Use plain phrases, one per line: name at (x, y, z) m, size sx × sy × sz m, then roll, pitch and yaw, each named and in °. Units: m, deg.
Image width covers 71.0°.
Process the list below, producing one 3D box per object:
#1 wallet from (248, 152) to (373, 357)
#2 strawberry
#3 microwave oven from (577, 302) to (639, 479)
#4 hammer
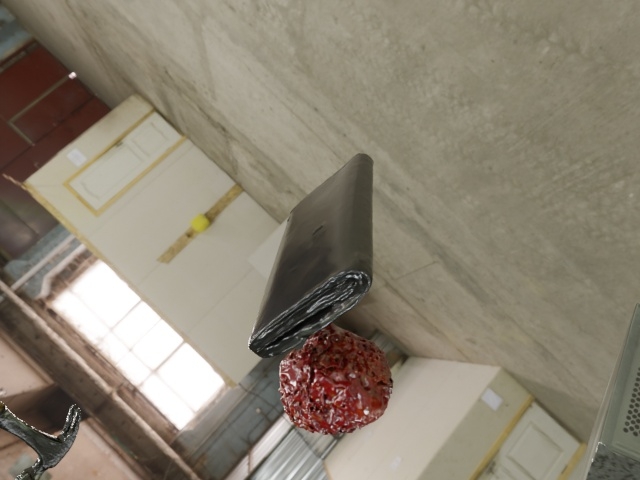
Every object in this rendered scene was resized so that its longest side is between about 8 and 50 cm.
wallet at (0.001, 0.001, 0.771) m, size 0.062 × 0.228 × 0.406 m, roll 41°, pitch -152°, yaw -17°
strawberry at (0.037, 0.235, 0.735) m, size 0.187 × 0.184 × 0.201 m, roll 23°, pitch 170°, yaw -32°
microwave oven at (0.562, 0.310, 0.514) m, size 0.432 × 0.236 × 0.374 m, roll 16°, pitch 138°, yaw 34°
hammer at (-0.287, 0.145, 0.391) m, size 0.021 × 0.078 × 0.201 m, roll 16°, pitch 142°, yaw 34°
